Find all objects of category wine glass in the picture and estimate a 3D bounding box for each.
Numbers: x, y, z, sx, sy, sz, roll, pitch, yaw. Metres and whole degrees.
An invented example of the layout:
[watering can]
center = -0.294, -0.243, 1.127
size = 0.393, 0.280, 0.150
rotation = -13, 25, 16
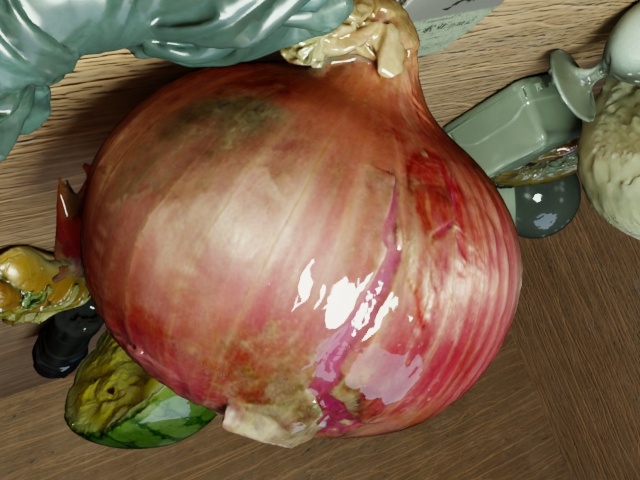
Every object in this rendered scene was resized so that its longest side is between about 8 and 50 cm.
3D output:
[wine glass]
center = 0.372, -0.218, 0.966
size = 0.222, 0.103, 0.103
rotation = -25, 172, 40

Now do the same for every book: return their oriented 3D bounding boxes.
[book]
center = 0.100, -0.191, 0.721
size = 0.127, 0.014, 0.181
rotation = -17, 172, -29

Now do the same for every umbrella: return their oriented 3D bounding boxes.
[umbrella]
center = -0.071, -0.124, 0.415
size = 0.349, 0.094, 0.143
rotation = -22, 178, -10

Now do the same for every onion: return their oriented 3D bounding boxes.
[onion]
center = -0.029, 0.006, 0.666
size = 0.353, 0.353, 0.353
rotation = -21, 173, -3

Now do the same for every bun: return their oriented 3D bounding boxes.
[bun]
center = 0.485, -0.130, 1.027
size = 0.360, 0.211, 0.360
rotation = -38, -160, 17

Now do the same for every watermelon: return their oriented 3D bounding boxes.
[watermelon]
center = -0.249, 0.226, 1.427
size = 0.331, 0.189, 0.331
rotation = -39, -156, 21

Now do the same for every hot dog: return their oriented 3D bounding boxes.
[hot dog]
center = -0.352, 0.059, 1.046
size = 0.109, 0.072, 0.269
rotation = -24, 174, -1

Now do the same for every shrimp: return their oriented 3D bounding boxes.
[shrimp]
center = 0.398, -0.144, 1.474
size = 0.253, 0.058, 0.173
rotation = -25, 163, 37

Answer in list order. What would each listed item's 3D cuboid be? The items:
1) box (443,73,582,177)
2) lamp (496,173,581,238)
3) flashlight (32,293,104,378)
[box]
center = 0.269, -0.152, 1.187
size = 0.124, 0.093, 0.172
rotation = -17, 172, -37
[lamp]
center = 0.366, -0.074, 1.755
size = 0.314, 0.182, 0.182
rotation = -18, 174, 15
[flashlight]
center = -0.436, 0.165, 1.510
size = 0.103, 0.103, 0.424
rotation = -18, 171, -27
